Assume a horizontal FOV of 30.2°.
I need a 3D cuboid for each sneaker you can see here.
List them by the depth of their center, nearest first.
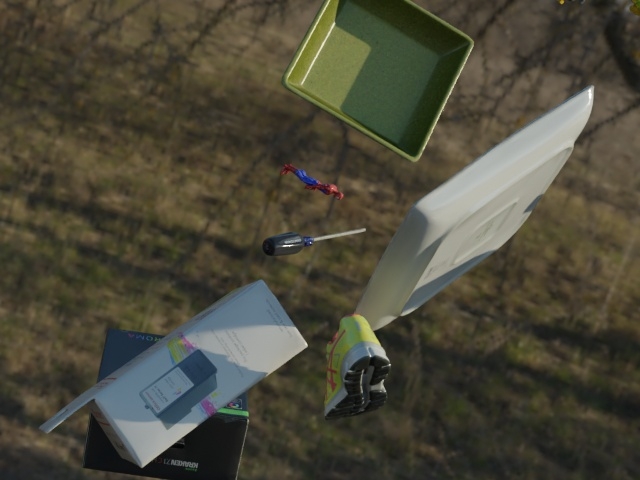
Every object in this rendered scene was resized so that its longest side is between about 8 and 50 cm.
[{"bbox_3d":[0.043,0.168,1.572,0.081,0.208,0.094,-9,59,-18],"label":"sneaker"}]

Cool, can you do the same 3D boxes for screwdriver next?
[{"bbox_3d":[0.000,0.000,1.280,0.170,0.024,0.025,-5,46,-48],"label":"screwdriver"}]

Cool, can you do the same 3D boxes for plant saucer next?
[{"bbox_3d":[0.065,-0.208,1.433,0.188,0.188,0.045,30,-21,-8],"label":"plant saucer"}]

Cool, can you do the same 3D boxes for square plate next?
[{"bbox_3d":[0.206,-0.024,1.605,0.344,0.347,0.049,-34,72,-29],"label":"square plate"}]

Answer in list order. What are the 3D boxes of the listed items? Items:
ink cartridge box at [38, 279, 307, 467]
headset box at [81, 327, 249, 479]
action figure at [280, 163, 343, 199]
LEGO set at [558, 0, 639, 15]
[{"bbox_3d":[-0.211,0.205,1.660,0.119,0.353,0.207,56,-17,-3],"label":"ink cartridge box"},{"bbox_3d":[-0.250,0.274,1.937,0.246,0.131,0.283,10,19,-8],"label":"headset box"},{"bbox_3d":[-0.012,-0.097,2.035,0.115,0.030,0.038,24,7,18],"label":"action figure"},{"bbox_3d":[0.114,-0.243,0.824,0.331,0.192,0.255,-7,56,-46],"label":"LEGO set"}]
